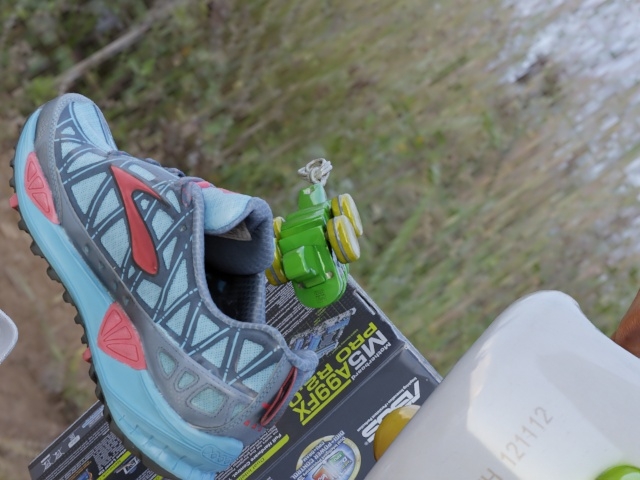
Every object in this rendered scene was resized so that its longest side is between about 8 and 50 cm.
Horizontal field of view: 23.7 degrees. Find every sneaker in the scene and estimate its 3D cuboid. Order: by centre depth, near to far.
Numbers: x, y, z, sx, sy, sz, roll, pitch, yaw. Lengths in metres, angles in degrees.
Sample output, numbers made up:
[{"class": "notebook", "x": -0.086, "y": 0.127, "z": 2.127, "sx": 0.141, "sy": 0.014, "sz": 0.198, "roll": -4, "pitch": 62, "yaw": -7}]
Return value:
[{"class": "sneaker", "x": -0.080, "y": 0.006, "z": 0.865, "sx": 0.104, "sy": 0.125, "sz": 0.262, "roll": 31, "pitch": 26, "yaw": -58}]

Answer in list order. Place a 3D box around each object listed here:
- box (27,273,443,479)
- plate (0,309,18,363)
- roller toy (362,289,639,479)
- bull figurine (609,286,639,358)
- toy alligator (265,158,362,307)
[{"class": "box", "x": -0.064, "y": 0.130, "z": 1.024, "sx": 0.060, "sy": 0.270, "sz": 0.216, "roll": 47, "pitch": 0, "yaw": -30}, {"class": "plate", "x": -0.405, "y": 0.095, "z": 1.117, "sx": 0.277, "sy": 0.278, "sz": 0.045, "roll": 36, "pitch": -14, "yaw": 13}, {"class": "roller toy", "x": 0.083, "y": 0.126, "z": 0.664, "sx": 0.146, "sy": 0.191, "sz": 0.209, "roll": 38, "pitch": -53, "yaw": 11}, {"class": "bull figurine", "x": 0.361, "y": 0.009, "z": 1.263, "sx": 0.188, "sy": 0.310, "sz": 0.101, "roll": 17, "pitch": -27, "yaw": 40}, {"class": "toy alligator", "x": 0.000, "y": 0.000, "z": 0.956, "sx": 0.190, "sy": 0.056, "sz": 0.051, "roll": -79, "pitch": 149, "yaw": -69}]
